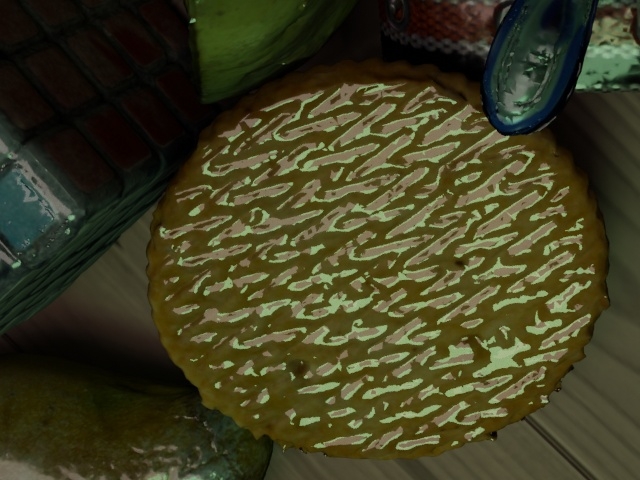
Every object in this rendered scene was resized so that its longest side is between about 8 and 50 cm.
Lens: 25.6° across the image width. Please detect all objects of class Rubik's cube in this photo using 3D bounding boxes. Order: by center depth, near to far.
[{"bbox_3d":[-0.226,-0.068,0.821,0.237,0.238,0.237,49,119,-1],"label":"Rubik's cube"}]

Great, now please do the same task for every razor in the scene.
[{"bbox_3d":[0.145,-0.200,0.639,0.093,0.056,0.324,23,88,13],"label":"razor"}]

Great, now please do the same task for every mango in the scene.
[{"bbox_3d":[-0.180,0.165,0.959,0.316,0.146,0.193,-11,108,11],"label":"mango"}]

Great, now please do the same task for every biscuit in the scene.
[{"bbox_3d":[0.030,0.017,0.765,0.254,0.035,0.254,2,120,4],"label":"biscuit"}]

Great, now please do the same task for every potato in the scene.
[{"bbox_3d":[-0.024,-0.159,0.713,0.111,0.272,0.160,-10,87,-5],"label":"potato"}]

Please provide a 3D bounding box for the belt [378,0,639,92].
[{"bbox_3d":[0.193,-0.116,0.698,0.359,0.126,0.094,7,126,25],"label":"belt"}]
